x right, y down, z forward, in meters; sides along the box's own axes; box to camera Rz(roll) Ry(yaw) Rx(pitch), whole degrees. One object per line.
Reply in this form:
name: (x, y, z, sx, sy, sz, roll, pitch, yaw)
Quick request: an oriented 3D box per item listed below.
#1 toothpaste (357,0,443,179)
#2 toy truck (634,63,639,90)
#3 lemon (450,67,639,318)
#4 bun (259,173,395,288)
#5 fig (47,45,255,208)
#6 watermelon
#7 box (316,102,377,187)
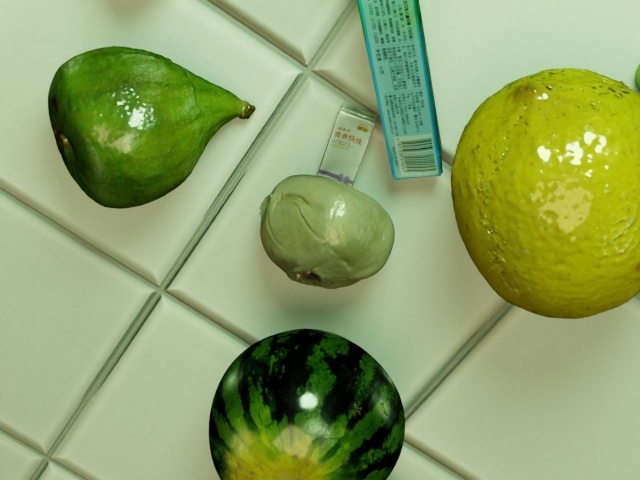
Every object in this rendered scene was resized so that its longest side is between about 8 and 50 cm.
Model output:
toothpaste: (0.097, -0.186, 1.118, 0.065, 0.050, 0.266, -4, 134, 14)
toy truck: (0.452, -0.121, 1.054, 0.210, 0.187, 0.148, 36, 111, -9)
lemon: (0.276, -0.047, 1.087, 0.258, 0.258, 0.310, -8, 119, 14)
bun: (0.000, 0.000, 1.215, 0.166, 0.113, 0.173, 36, 151, -30)
fig: (-0.204, -0.158, 1.189, 0.235, 0.203, 0.203, -26, 116, -22)
watermelon: (-0.023, 0.246, 1.295, 0.269, 0.269, 0.269, 4, 118, 8)
box: (0.031, -0.111, 1.217, 0.051, 0.036, 0.117, 18, 119, 0)
